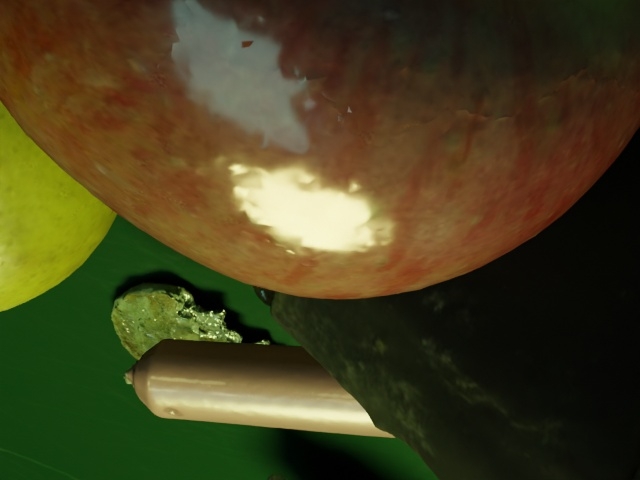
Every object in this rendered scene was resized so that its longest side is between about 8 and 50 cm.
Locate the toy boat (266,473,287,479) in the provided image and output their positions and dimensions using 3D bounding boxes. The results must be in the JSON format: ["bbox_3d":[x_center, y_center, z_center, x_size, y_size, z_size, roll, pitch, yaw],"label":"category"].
[{"bbox_3d":[0.076,0.261,1.538,0.309,0.129,0.142,30,112,-23],"label":"toy boat"}]

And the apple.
[{"bbox_3d":[-0.012,-0.143,0.818,0.345,0.344,0.269,32,156,-19],"label":"apple"}]

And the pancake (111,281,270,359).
[{"bbox_3d":[-0.094,0.073,1.428,0.116,0.022,0.129,-14,135,43],"label":"pancake"}]

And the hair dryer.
[{"bbox_3d":[0.045,0.110,1.292,0.353,0.125,0.210,5,146,9],"label":"hair dryer"}]

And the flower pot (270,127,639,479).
[{"bbox_3d":[0.142,0.025,1.017,0.251,0.379,0.379,31,152,22],"label":"flower pot"}]

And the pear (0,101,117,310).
[{"bbox_3d":[-0.255,-0.076,1.012,0.287,0.375,0.287,55,177,4],"label":"pear"}]

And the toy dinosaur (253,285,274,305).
[{"bbox_3d":[0.000,0.000,1.263,0.162,0.039,0.126,32,137,-24],"label":"toy dinosaur"}]
